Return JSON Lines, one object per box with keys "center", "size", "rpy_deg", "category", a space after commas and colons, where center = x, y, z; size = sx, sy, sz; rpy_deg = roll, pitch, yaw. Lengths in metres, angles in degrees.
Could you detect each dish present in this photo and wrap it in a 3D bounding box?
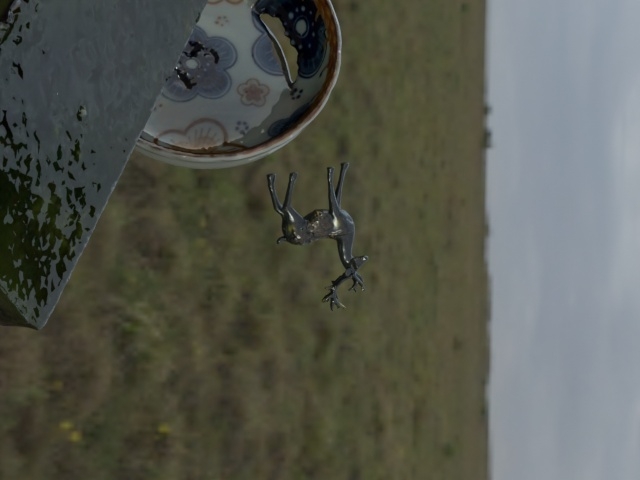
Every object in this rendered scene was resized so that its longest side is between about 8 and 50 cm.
{"center": [-0.062, -0.088, 0.728], "size": [0.078, 0.141, 0.141], "rpy_deg": [104, -8, -65], "category": "dish"}

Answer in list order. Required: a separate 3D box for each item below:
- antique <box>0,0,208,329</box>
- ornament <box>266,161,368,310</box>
{"center": [-0.092, -0.086, 0.453], "size": [0.221, 0.080, 0.081], "rpy_deg": [-67, 150, -29], "category": "antique"}
{"center": [0.000, 0.000, 1.137], "size": [0.028, 0.073, 0.125], "rpy_deg": [-133, -148, -75], "category": "ornament"}
